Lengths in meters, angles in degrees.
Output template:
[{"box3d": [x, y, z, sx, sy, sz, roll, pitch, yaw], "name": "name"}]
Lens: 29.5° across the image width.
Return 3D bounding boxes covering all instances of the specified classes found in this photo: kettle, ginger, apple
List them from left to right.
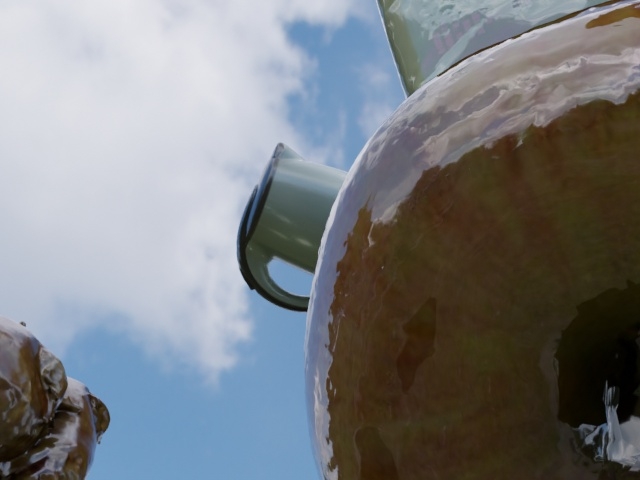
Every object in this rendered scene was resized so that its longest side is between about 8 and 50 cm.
[{"box3d": [-0.129, 0.076, 0.442, 0.103, 0.073, 0.162, -10, -27, -9], "name": "ginger"}, {"box3d": [0.000, 0.000, 1.741, 0.236, 0.161, 0.221, 21, -87, -9], "name": "kettle"}, {"box3d": [0.187, 0.065, 0.705, 0.400, 0.333, 0.400, 0, -90, 17], "name": "apple"}]

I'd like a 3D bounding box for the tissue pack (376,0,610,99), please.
[{"box3d": [0.254, -0.140, 1.131, 0.331, 0.405, 0.205, -21, -30, 13], "name": "tissue pack"}]
